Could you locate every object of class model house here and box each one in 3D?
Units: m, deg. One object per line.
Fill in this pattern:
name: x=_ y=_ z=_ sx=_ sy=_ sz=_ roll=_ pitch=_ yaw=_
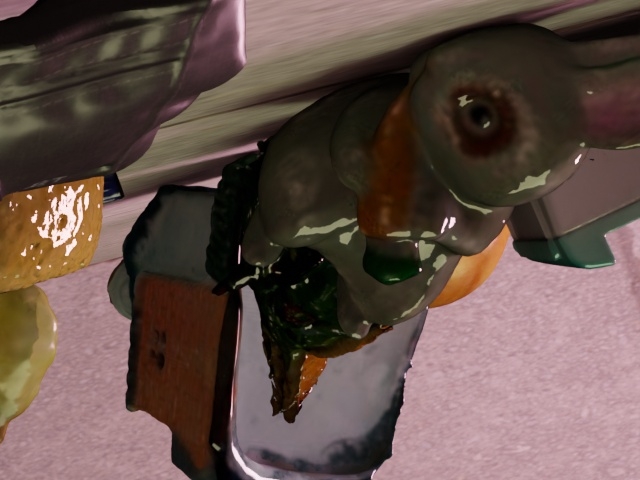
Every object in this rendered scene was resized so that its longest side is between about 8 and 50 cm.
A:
model house: x=-0.072 y=0.047 z=1.226 sx=0.184 sy=0.253 sz=0.291 roll=2 pitch=-174 yaw=-37

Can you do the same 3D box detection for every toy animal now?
toy animal: x=0.074 y=-0.055 z=0.746 sx=0.251 sy=0.127 sz=0.125 roll=-32 pitch=157 yaw=36

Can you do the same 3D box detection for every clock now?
clock: x=0.215 y=-0.076 z=0.912 sx=0.231 sy=0.116 sz=0.262 roll=-26 pitch=180 yaw=2

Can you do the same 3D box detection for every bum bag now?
bum bag: x=-0.110 y=-0.033 z=0.364 sx=0.197 sy=0.049 sz=0.087 roll=-14 pitch=155 yaw=-26

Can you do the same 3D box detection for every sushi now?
sushi: x=0.001 y=0.000 z=0.999 sx=0.140 sy=0.149 sz=0.287 roll=-49 pitch=178 yaw=-43

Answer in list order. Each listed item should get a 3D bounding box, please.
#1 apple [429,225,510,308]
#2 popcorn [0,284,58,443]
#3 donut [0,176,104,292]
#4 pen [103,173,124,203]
apple: x=0.108 y=-0.018 z=1.530 sx=0.199 sy=0.199 sz=0.199 roll=-14 pitch=180 yaw=0
popcorn: x=-0.273 y=0.084 z=0.788 sx=0.255 sy=0.195 sz=0.256 roll=-20 pitch=164 yaw=-30
donut: x=-0.153 y=-0.008 z=0.505 sx=0.166 sy=0.073 sz=0.184 roll=-11 pitch=180 yaw=41
pen: x=-0.222 y=-0.009 z=0.934 sx=0.204 sy=0.025 sz=0.025 roll=-14 pitch=180 yaw=-3
